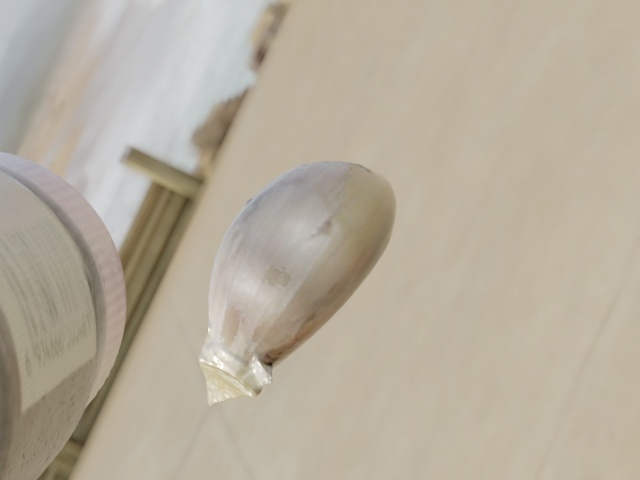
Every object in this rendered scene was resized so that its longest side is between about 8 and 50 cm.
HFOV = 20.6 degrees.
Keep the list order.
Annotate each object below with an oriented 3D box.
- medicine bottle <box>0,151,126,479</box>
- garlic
[{"bbox_3d":[-0.176,0.043,0.721,0.165,0.165,0.273,-63,0,6],"label":"medicine bottle"},{"bbox_3d":[0.004,-0.003,1.354,0.266,0.128,0.148,-40,15,-36],"label":"garlic"}]
